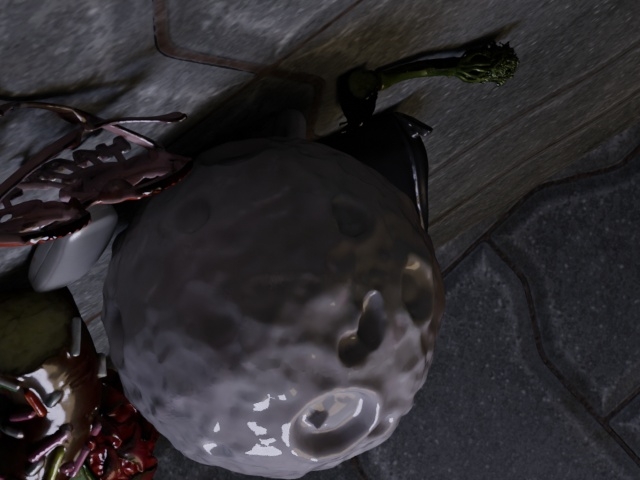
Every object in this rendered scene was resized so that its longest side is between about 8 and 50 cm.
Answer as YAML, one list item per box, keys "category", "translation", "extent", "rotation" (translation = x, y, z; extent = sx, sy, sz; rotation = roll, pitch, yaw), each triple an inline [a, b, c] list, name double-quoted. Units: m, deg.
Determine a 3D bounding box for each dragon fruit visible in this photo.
- category: "dragon fruit"
  translation: [-0.351, 0.296, 2.055]
  extent: [0.233, 0.234, 0.293]
  rotation: [-33, -159, 9]

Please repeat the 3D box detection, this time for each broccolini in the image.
- category: "broccolini"
  translation: [0.141, -0.186, 1.483]
  extent: [0.239, 0.051, 0.054]
  rotation: [-17, 125, -48]

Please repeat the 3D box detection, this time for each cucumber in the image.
- category: "cucumber"
  translation: [0.040, -0.140, 1.421]
  extent: [0.043, 0.039, 0.163]
  rotation: [-10, 168, 0]

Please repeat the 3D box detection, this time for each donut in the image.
- category: "donut"
  translation: [-0.370, 0.208, 1.335]
  extent: [0.345, 0.136, 0.259]
  rotation: [-20, 126, -30]

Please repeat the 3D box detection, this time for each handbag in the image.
- category: "handbag"
  translation: [0.001, 0.003, 1.611]
  extent: [0.302, 0.178, 0.275]
  rotation: [-26, 169, -32]

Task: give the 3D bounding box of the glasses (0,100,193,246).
- category: "glasses"
  translation: [-0.213, -0.058, 0.989]
  extent: [0.162, 0.095, 0.255]
  rotation: [-3, -166, 41]

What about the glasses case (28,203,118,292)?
- category: "glasses case"
  translation: [-0.237, 0.007, 1.286]
  extent: [0.063, 0.041, 0.164]
  rotation: [-28, 170, -31]

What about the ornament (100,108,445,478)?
- category: "ornament"
  translation: [-0.042, 0.071, 1.313]
  extent: [0.337, 0.337, 0.337]
  rotation: [-31, 171, -5]
